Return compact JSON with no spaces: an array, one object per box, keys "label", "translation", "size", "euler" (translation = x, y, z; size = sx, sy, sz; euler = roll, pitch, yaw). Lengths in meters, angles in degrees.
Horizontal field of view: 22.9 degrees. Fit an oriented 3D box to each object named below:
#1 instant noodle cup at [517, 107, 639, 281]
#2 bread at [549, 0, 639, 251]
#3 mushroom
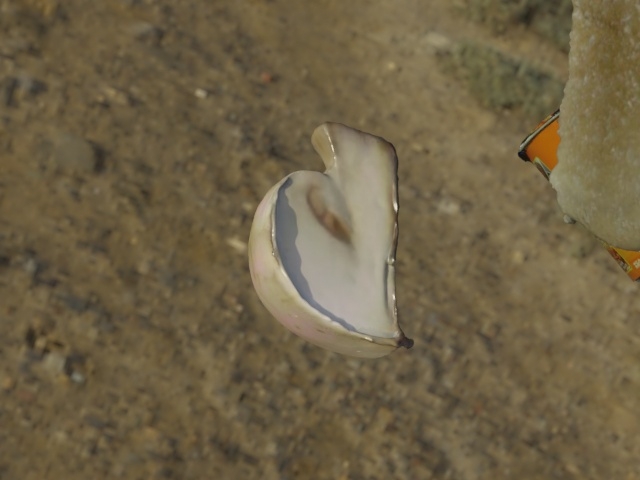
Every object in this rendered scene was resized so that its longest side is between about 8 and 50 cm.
[{"label":"instant noodle cup","translation":[0.343,-0.077,1.604],"size":[0.230,0.230,0.182],"euler":[-20,75,-54]},{"label":"bread","translation":[0.254,-0.158,1.066],"size":[0.102,0.337,0.183],"euler":[5,0,-35]},{"label":"mushroom","translation":[-0.022,0.008,1.641],"size":[0.162,0.173,0.236],"euler":[10,69,-31]}]
